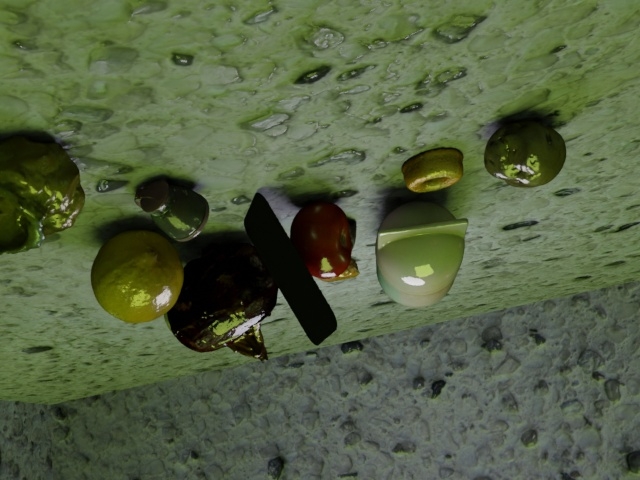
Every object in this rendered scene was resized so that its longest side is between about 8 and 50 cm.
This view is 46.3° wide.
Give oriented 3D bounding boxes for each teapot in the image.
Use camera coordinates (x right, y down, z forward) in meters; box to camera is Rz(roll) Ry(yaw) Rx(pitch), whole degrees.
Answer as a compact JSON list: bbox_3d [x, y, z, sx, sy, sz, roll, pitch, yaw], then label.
[{"bbox_3d":[-0.332,-0.081,1.647,0.116,0.148,0.146,-48,141,3],"label":"teapot"}]

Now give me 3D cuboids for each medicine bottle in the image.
[{"bbox_3d":[0.262,0.025,1.993,0.235,0.236,0.406,-10,162,1],"label":"medicine bottle"}]

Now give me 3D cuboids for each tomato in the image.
[{"bbox_3d":[0.000,0.000,1.864,0.136,0.195,0.195,-6,163,20],"label":"tomato"}]

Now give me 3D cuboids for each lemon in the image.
[{"bbox_3d":[-0.455,0.090,1.863,0.235,0.236,0.263,-9,139,0],"label":"lemon"}]

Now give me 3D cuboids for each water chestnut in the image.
[{"bbox_3d":[-0.249,0.186,2.058,0.335,0.347,0.335,-37,-169,8],"label":"water chestnut"}]

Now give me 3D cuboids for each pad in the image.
[{"bbox_3d":[-0.049,0.052,1.786,0.063,0.376,0.315,-28,170,-22],"label":"pad"}]

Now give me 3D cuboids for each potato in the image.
[{"bbox_3d":[0.450,-0.186,1.631,0.154,0.137,0.200,16,-179,40],"label":"potato"}]

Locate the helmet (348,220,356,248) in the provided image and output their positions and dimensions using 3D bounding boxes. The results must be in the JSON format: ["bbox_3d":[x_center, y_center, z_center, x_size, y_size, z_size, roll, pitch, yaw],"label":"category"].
[{"bbox_3d":[0.019,0.007,2.032,0.153,0.108,0.176,-19,160,36],"label":"helmet"}]

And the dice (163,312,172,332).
[{"bbox_3d":[-0.375,0.202,2.316,0.169,0.169,0.166,-18,160,24],"label":"dice"}]

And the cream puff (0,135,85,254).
[{"bbox_3d":[-0.578,-0.070,1.405,0.281,0.185,0.282,-11,164,-3],"label":"cream puff"}]

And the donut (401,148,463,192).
[{"bbox_3d":[0.263,-0.158,1.740,0.151,0.058,0.152,-7,163,-2],"label":"donut"}]

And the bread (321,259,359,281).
[{"bbox_3d":[0.058,0.101,2.407,0.132,0.054,0.074,-12,161,15],"label":"bread"}]
